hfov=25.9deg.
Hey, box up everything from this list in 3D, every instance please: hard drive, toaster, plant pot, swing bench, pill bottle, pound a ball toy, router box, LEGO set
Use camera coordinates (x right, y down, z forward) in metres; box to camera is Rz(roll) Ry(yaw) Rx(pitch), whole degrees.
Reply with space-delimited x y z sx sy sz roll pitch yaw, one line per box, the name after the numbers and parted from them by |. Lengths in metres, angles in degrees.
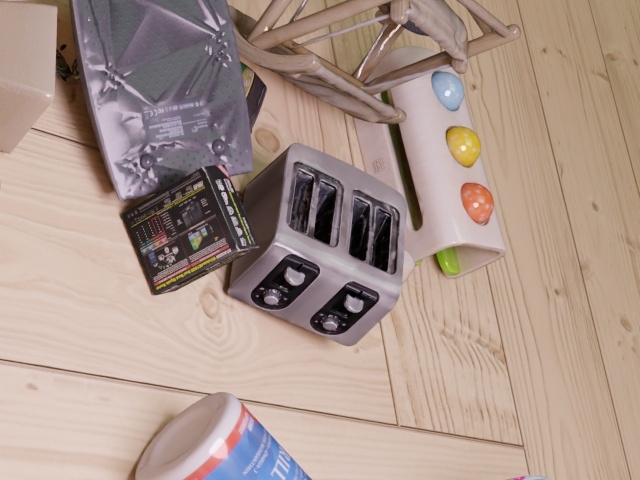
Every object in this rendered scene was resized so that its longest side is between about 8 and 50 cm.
-0.168 -0.179 1.423 0.172 0.054 0.255 -15 98 -29 | hard drive
0.000 0.000 1.529 0.168 0.110 0.186 26 48 -22 | toaster
-0.312 -0.161 1.292 0.096 0.109 0.109 14 57 -30 | plant pot
0.052 -0.251 1.596 0.165 0.254 0.253 61 19 22 | swing bench
-0.059 0.259 1.307 0.221 0.124 0.124 49 38 -17 | pill bottle
0.123 -0.084 1.733 0.208 0.135 0.319 11 59 -47 | pound a ball toy
-0.130 -0.010 1.390 0.038 0.122 0.092 -11 77 -57 | router box
-0.278 -0.185 1.414 0.083 0.023 0.054 46 35 0 | LEGO set

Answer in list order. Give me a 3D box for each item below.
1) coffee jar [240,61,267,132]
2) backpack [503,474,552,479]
-0.142 -0.188 1.525 0.184 0.079 0.096 43 36 -23 | coffee jar
0.183 0.370 1.470 0.253 0.191 0.225 -16 83 -46 | backpack
